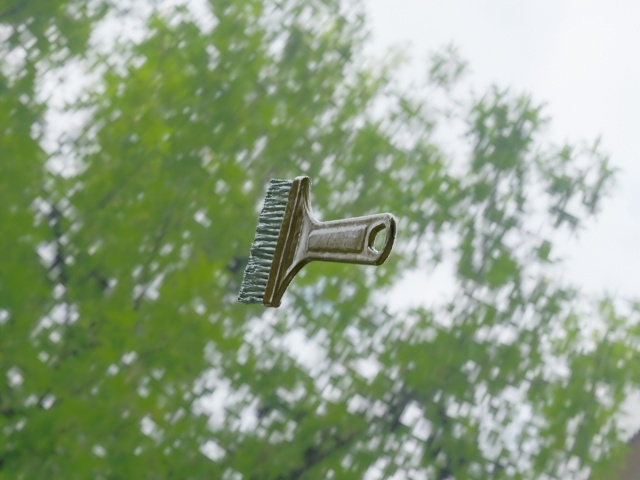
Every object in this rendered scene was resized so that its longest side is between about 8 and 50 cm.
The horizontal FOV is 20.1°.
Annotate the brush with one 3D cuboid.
[{"bbox_3d":[0.000,0.000,1.055,0.011,0.083,0.205,18,-7,-22],"label":"brush"}]
